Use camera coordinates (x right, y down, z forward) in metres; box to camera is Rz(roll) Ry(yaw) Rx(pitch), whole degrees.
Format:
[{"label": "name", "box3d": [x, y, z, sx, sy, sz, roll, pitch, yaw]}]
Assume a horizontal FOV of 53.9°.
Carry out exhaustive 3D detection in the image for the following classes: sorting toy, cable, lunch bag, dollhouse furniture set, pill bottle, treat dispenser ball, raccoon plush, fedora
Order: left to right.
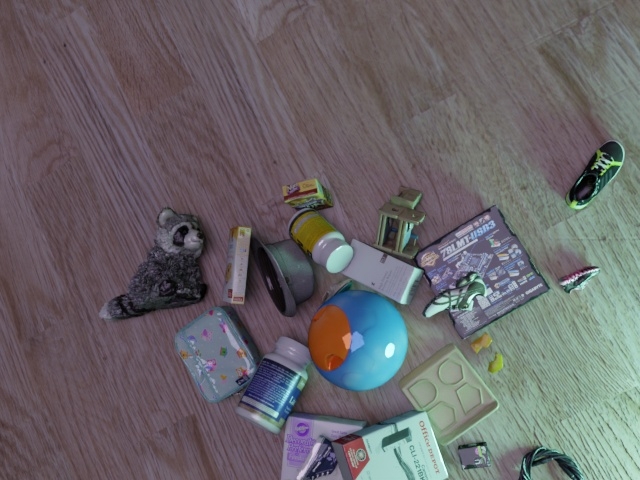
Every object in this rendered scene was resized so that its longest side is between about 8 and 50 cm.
[{"label": "raccoon plush", "box3d": [-0.566, 0.073, 2.054, 0.446, 0.216, 0.299, -13, 74, 13]}, {"label": "lunch bag", "box3d": [-0.323, 0.368, 2.005, 0.224, 0.108, 0.279, -33, 78, 9]}, {"label": "pill bottle", "box3d": [-0.132, 0.433, 1.900, 0.153, 0.153, 0.264, 23, 70, 15]}, {"label": "fedora", "box3d": [-0.105, 0.093, 1.940, 0.124, 0.244, 0.275, -22, 86, -18]}, {"label": "pill bottle", "box3d": [0.000, 0.000, 1.916, 0.119, 0.119, 0.208, -50, 50, 5]}, {"label": "treat dispenser ball", "box3d": [0.107, 0.286, 1.814, 0.288, 0.288, 0.288, -1, 85, 14]}, {"label": "dollhouse furniture set", "box3d": [0.258, -0.057, 1.886, 0.129, 0.184, 0.129, 19, 125, 20]}, {"label": "sorting toy", "box3d": [0.414, 0.425, 1.857, 0.307, 0.041, 0.229, -39, 73, 8]}, {"label": "cable", "box3d": [0.658, 0.669, 1.773, 0.184, 0.047, 0.150, 13, 83, 17]}]

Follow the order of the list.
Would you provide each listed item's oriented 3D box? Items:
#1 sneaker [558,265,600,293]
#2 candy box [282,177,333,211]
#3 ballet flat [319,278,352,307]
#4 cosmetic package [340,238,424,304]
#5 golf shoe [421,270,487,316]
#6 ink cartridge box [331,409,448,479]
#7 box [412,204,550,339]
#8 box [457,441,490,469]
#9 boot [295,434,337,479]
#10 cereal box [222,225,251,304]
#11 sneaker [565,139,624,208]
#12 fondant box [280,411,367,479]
[{"label": "sneaker", "box3d": [0.747, 0.114, 1.801, 0.119, 0.047, 0.057, -27, 94, 14]}, {"label": "candy box", "box3d": [-0.036, -0.134, 1.939, 0.109, 0.187, 0.053, -13, 79, 13]}, {"label": "ballet flat", "box3d": [0.040, 0.165, 1.933, 0.052, 0.057, 0.168, 50, 128, 24]}, {"label": "cosmetic package", "box3d": [0.181, 0.093, 1.886, 0.231, 0.085, 0.117, 24, 93, 31]}, {"label": "golf shoe", "box3d": [0.384, 0.174, 1.795, 0.198, 0.077, 0.094, -37, 78, 11]}, {"label": "ink cartridge box", "box3d": [0.197, 0.621, 1.787, 0.273, 0.114, 0.197, -16, 82, -20]}, {"label": "box", "box3d": [0.467, 0.093, 1.853, 0.295, 0.073, 0.293, -33, 78, 10]}, {"label": "box", "box3d": [0.445, 0.623, 1.820, 0.083, 0.052, 0.062, -12, 81, 13]}, {"label": "boot", "box3d": [-0.011, 0.669, 1.823, 0.086, 0.069, 0.190, 28, 90, 10]}, {"label": "cereal box", "box3d": [-0.266, 0.079, 1.988, 0.047, 0.173, 0.240, 7, 85, -18]}, {"label": "sneaker", "box3d": [0.787, -0.184, 1.785, 0.084, 0.097, 0.234, 34, 93, 14]}, {"label": "fondant box", "box3d": [0.006, 0.703, 1.901, 0.238, 0.096, 0.330, 4, 85, 14]}]
